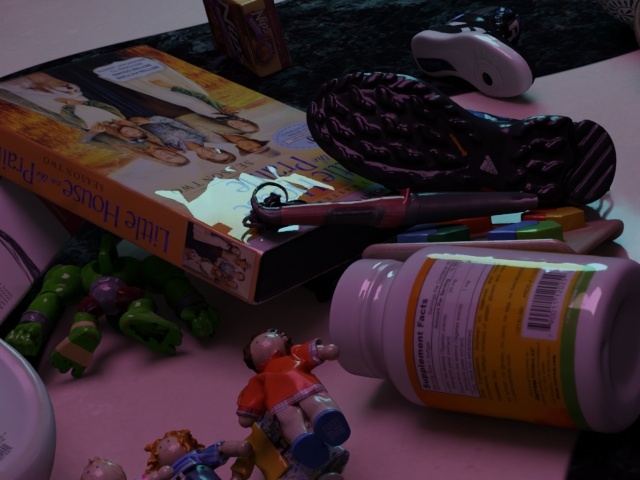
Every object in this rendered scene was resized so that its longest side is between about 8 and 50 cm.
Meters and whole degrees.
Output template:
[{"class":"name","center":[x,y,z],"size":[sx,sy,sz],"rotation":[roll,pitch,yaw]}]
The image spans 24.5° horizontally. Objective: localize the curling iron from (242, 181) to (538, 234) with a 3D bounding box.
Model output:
[{"class":"curling iron","center":[0.064,-0.035,1.328],"size":[0.274,0.035,0.068],"rotation":[-3,27,-9]}]

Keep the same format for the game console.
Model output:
[{"class":"game console","center":[0.000,0.000,1.463],"size":[0.107,0.071,0.122],"rotation":[-21,28,7]}]

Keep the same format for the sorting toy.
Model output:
[{"class":"sorting toy","center":[0.161,-0.005,1.340],"size":[0.193,0.038,0.208],"rotation":[-2,5,25]}]

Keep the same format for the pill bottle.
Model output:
[{"class":"pill bottle","center":[0.136,0.073,1.191],"size":[0.246,0.136,0.136],"rotation":[5,34,34]}]

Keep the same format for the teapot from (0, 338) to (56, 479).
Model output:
[{"class":"teapot","center":[-0.340,0.188,1.191],"size":[0.256,0.187,0.252],"rotation":[1,40,-26]}]

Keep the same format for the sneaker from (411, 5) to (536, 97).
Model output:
[{"class":"sneaker","center":[0.216,-0.242,1.792],"size":[0.121,0.079,0.217],"rotation":[-30,29,-22]}]

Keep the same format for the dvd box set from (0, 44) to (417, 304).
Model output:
[{"class":"dvd box set","center":[-0.131,-0.084,1.502],"size":[0.420,0.062,0.307],"rotation":[26,31,30]}]

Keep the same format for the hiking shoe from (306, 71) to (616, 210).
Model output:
[{"class":"hiking shoe","center":[0.134,-0.080,1.443],"size":[0.304,0.113,0.132],"rotation":[15,-9,9]}]

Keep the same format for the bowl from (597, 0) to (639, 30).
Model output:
[{"class":"bowl","center":[0.412,-0.306,1.810],"size":[0.170,0.080,0.170],"rotation":[-12,28,6]}]

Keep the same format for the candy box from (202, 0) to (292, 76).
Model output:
[{"class":"candy box","center":[-0.109,-0.306,2.046],"size":[0.053,0.109,0.187],"rotation":[-24,28,-16]}]

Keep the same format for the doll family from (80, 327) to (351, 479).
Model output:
[{"class":"doll family","center":[-0.076,0.183,1.156],"size":[0.263,0.118,0.163],"rotation":[-37,36,-1]}]

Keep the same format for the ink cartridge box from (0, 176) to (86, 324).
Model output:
[{"class":"ink cartridge box","center":[-0.366,0.032,1.505],"size":[0.172,0.100,0.237],"rotation":[-30,18,33]}]

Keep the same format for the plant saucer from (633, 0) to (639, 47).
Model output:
[{"class":"plant saucer","center":[0.489,-0.252,1.628],"size":[0.278,0.041,0.278],"rotation":[-5,45,5]}]

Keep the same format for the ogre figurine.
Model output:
[{"class":"ogre figurine","center":[-0.200,0.060,1.436],"size":[0.197,0.097,0.118],"rotation":[-22,38,12]}]
